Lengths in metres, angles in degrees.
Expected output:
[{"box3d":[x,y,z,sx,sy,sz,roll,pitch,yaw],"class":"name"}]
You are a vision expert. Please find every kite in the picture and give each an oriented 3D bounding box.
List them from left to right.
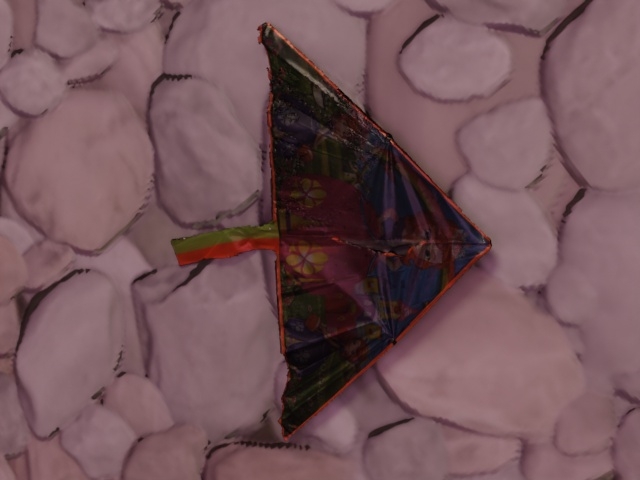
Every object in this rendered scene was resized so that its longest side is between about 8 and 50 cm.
[{"box3d":[0.000,0.000,0.511,0.159,0.010,0.190,3,100,27],"class":"kite"}]
